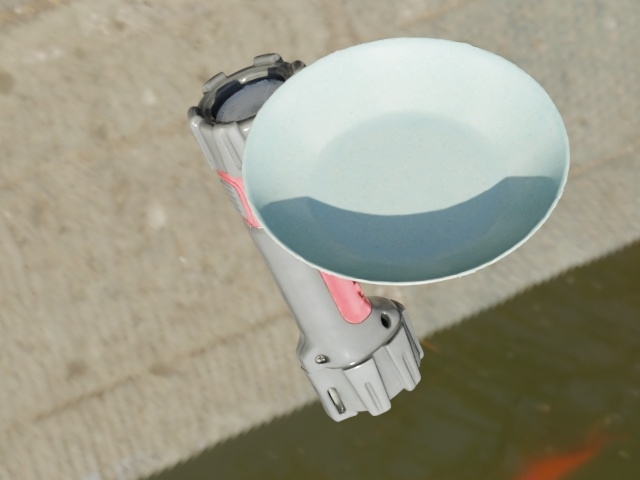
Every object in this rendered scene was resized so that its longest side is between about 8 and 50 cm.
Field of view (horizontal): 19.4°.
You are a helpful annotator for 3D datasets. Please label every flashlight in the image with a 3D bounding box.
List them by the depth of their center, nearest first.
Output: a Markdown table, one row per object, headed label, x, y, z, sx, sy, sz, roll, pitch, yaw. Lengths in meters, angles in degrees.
| label | x | y | z | sx | sy | sz | roll | pitch | yaw |
| --- | --- | --- | --- | --- | --- | --- | --- | --- | --- |
| flashlight | 0.000 | 0.000 | 1.475 | 0.304 | 0.103 | 0.103 | 62 | 32 | -33 |

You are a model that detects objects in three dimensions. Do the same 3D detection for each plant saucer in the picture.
| label | x | y | z | sx | sy | sz | roll | pitch | yaw |
| --- | --- | --- | --- | --- | --- | --- | --- | --- | --- |
| plant saucer | 0.051 | -0.041 | 1.115 | 0.195 | 0.195 | 0.037 | -31 | 145 | -19 |
